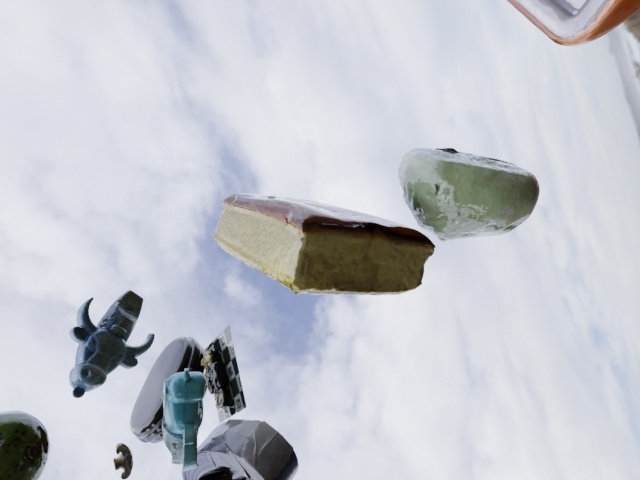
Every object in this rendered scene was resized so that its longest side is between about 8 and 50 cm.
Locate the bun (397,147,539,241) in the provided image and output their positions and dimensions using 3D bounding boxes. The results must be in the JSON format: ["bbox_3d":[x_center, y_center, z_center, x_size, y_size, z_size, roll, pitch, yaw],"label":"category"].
[{"bbox_3d":[0.290,-0.083,0.975,0.283,0.283,0.179,-20,-55,-54],"label":"bun"}]

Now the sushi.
[{"bbox_3d":[-0.277,0.360,1.261,0.050,0.192,0.215,0,-119,-36],"label":"sushi"}]

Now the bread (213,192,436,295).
[{"bbox_3d":[0.000,0.000,0.953,0.323,0.333,0.143,6,-80,-39],"label":"bread"}]

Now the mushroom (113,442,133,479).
[{"bbox_3d":[-0.516,0.579,1.250,0.049,0.019,0.101,-11,-77,-21],"label":"mushroom"}]

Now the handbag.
[{"bbox_3d":[-0.433,0.426,1.377,0.093,0.253,0.308,36,-126,-26],"label":"handbag"}]

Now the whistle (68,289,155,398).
[{"bbox_3d":[-0.475,0.226,1.068,0.180,0.093,0.269,39,-134,-25],"label":"whistle"}]

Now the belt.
[{"bbox_3d":[-0.206,0.562,1.175,0.212,0.347,0.117,53,-140,-1],"label":"belt"}]

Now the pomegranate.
[{"bbox_3d":[-0.668,0.436,0.958,0.181,0.224,0.182,-9,-90,-72],"label":"pomegranate"}]

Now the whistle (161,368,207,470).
[{"bbox_3d":[-0.305,0.388,1.052,0.093,0.274,0.186,2,-150,-20],"label":"whistle"}]

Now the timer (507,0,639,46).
[{"bbox_3d":[0.226,-0.330,0.391,0.161,0.250,0.258,-1,-128,-44],"label":"timer"}]
